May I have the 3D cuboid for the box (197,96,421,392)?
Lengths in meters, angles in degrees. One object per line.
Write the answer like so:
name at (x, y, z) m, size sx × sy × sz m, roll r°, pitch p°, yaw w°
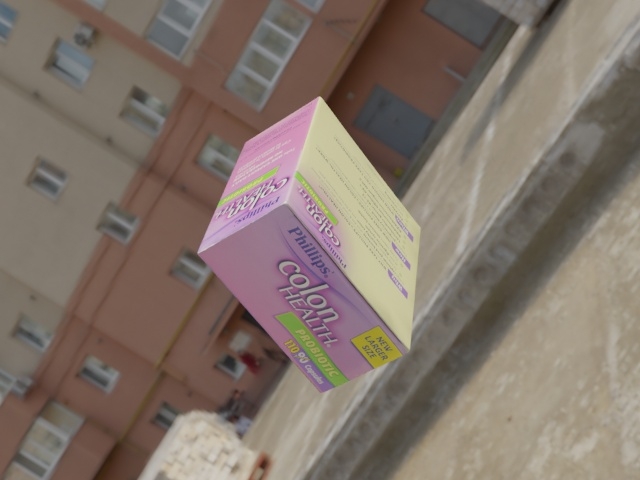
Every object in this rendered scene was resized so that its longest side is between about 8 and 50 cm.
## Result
box at (0.000, 0.000, 1.108) m, size 0.117 × 0.213 × 0.243 m, roll -29°, pitch 24°, yaw 24°
